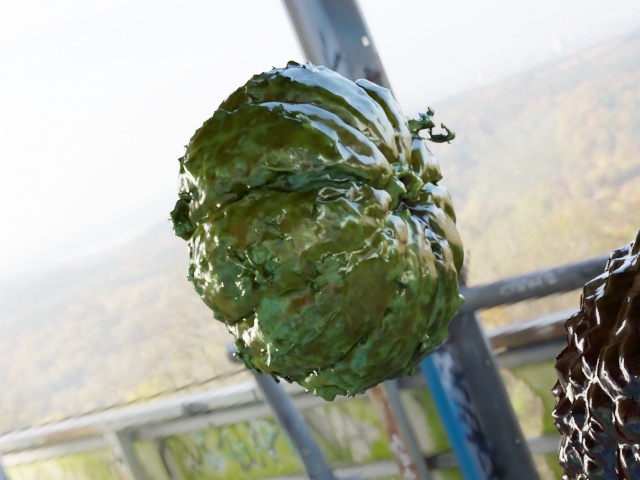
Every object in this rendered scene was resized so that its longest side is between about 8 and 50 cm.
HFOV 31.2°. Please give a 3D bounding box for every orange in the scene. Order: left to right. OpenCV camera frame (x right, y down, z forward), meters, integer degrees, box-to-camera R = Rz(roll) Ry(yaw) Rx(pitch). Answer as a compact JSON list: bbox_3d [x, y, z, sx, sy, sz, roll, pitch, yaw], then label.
[{"bbox_3d":[0.000,0.000,1.037,0.223,0.301,0.300,-28,-27,36],"label":"orange"}]

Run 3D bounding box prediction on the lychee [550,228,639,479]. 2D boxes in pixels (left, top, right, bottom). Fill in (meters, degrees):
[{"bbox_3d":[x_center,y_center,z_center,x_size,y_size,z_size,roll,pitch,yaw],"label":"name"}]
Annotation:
[{"bbox_3d":[0.236,0.074,0.577,0.235,0.236,0.271,-16,36,42],"label":"lychee"}]
